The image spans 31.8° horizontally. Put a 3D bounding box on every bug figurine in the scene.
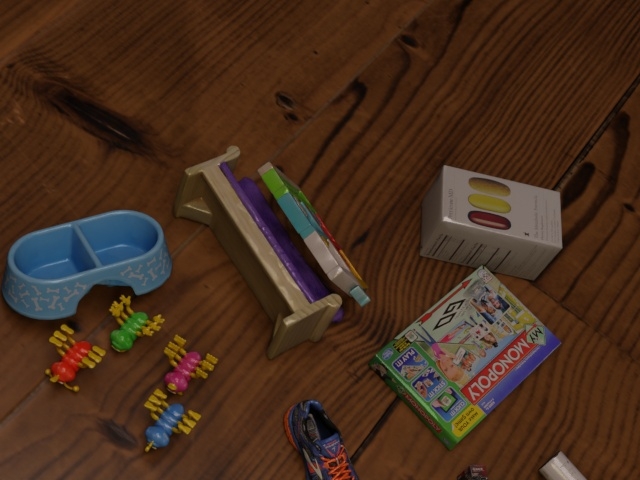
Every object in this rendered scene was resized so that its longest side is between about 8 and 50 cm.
[{"bbox_3d":[-0.304,0.220,1.862,0.279,0.072,0.216,33,49,10],"label":"bug figurine"}]

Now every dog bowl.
[{"bbox_3d":[-0.397,0.032,1.915,0.297,0.074,0.166,-16,45,-26],"label":"dog bowl"}]

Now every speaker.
[{"bbox_3d":[0.450,0.439,1.978,0.055,0.055,0.136,-33,74,-31],"label":"speaker"}]

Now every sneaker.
[{"bbox_3d":[0.010,0.361,1.866,0.083,0.087,0.221,-23,69,-27],"label":"sneaker"}]

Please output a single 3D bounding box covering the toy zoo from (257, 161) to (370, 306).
[{"bbox_3d":[0.000,0.000,2.035,0.030,0.192,0.293,-36,72,6],"label":"toy zoo"}]

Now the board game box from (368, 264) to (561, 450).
[{"bbox_3d":[0.270,0.209,2.069,0.213,0.046,0.317,45,57,13],"label":"board game box"}]

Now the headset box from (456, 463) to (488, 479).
[{"bbox_3d":[0.263,0.426,1.922,0.032,0.062,0.083,4,58,-16],"label":"headset box"}]

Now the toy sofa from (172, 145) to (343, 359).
[{"bbox_3d":[-0.097,0.012,2.009,0.177,0.150,0.362,-25,69,-27],"label":"toy sofa"}]

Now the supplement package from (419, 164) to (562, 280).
[{"bbox_3d":[0.328,-0.032,2.181,0.244,0.134,0.139,12,56,-11],"label":"supplement package"}]
